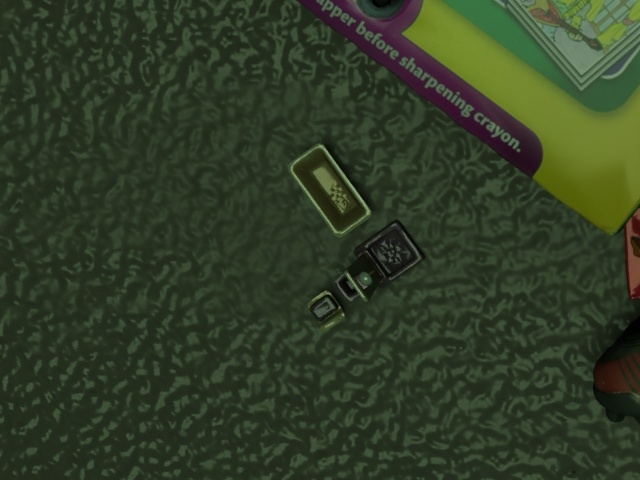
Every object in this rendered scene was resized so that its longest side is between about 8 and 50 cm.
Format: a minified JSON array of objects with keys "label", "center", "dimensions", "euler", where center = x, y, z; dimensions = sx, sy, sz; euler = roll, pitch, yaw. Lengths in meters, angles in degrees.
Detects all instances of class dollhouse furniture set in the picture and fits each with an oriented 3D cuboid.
[{"label":"dollhouse furniture set","center":[0.000,0.000,1.108],"dimensions":[0.091,0.081,0.114],"euler":[-35,92,16]}]

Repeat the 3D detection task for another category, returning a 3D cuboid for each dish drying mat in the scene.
[{"label":"dish drying mat","center":[0.228,-0.001,1.096],"dimensions":[0.032,0.008,0.083],"euler":[-3,99,9]}]

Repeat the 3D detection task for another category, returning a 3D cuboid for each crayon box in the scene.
[{"label":"crayon box","center":[0.114,-0.237,0.853],"dimensions":[0.363,0.106,0.313],"euler":[38,108,4]}]

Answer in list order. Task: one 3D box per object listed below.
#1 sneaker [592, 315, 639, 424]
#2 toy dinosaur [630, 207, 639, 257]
[{"label":"sneaker","center":[0.285,0.015,1.034],"dimensions":[0.276,0.098,0.135],"euler":[-33,103,14]},{"label":"toy dinosaur","center":[0.236,-0.025,1.050],"dimensions":[0.047,0.082,0.090],"euler":[27,142,-17]}]
